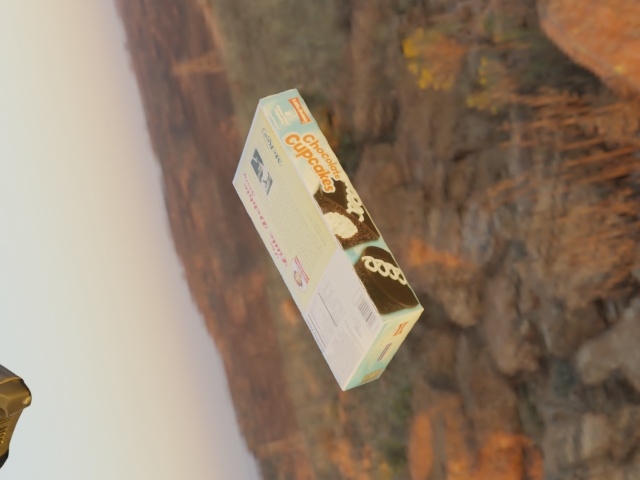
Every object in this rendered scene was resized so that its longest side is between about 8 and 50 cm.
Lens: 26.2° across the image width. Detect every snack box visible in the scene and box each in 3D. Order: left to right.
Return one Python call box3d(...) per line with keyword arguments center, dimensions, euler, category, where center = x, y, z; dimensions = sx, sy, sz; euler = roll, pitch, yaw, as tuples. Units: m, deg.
box3d(center=(0.000, 0.000, 1.656), dimensions=(0.322, 0.060, 0.187), euler=(61, 154, 21), category="snack box")

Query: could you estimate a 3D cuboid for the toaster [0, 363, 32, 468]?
box3d(center=(-0.363, 0.150, 1.136), dimensions=(0.227, 0.146, 0.129), euler=(-27, -32, -57), category="toaster")
